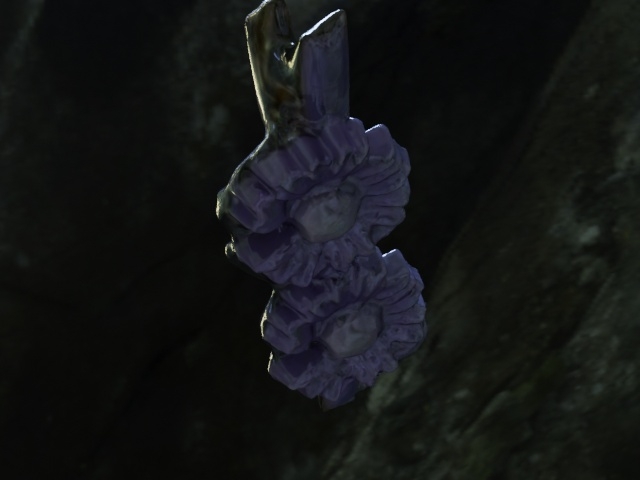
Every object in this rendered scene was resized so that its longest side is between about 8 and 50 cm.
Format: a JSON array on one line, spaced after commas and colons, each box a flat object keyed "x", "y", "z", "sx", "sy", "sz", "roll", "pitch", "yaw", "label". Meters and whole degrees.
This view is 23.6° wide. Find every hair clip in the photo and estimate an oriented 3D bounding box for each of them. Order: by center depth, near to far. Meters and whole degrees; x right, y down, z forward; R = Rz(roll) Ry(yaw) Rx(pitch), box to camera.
[{"x": 0.000, "y": 0.000, "z": 0.829, "sx": 0.084, "sy": 0.106, "sz": 0.292, "roll": 51, "pitch": -21, "yaw": 45, "label": "hair clip"}]
